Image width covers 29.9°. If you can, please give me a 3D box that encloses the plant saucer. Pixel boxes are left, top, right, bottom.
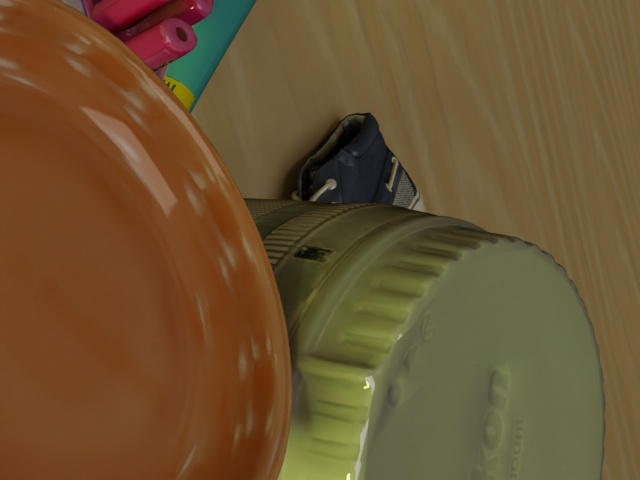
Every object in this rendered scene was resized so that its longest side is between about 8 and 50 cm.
[{"bbox_3d":[-0.083,0.012,0.383,0.200,0.037,0.200,41,36,-38],"label":"plant saucer"}]

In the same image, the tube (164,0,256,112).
[{"bbox_3d":[-0.083,-0.114,0.674,0.052,0.080,0.207,76,35,-53],"label":"tube"}]

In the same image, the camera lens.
[{"bbox_3d":[-0.030,0.089,0.588,0.219,0.274,0.219,-6,97,-50],"label":"camera lens"}]

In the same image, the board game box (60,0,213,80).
[{"bbox_3d":[-0.199,-0.108,0.378,0.390,0.050,0.390,47,32,-29],"label":"board game box"}]

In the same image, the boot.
[{"bbox_3d":[0.000,0.000,0.787,0.086,0.069,0.190,58,43,-26],"label":"boot"}]
